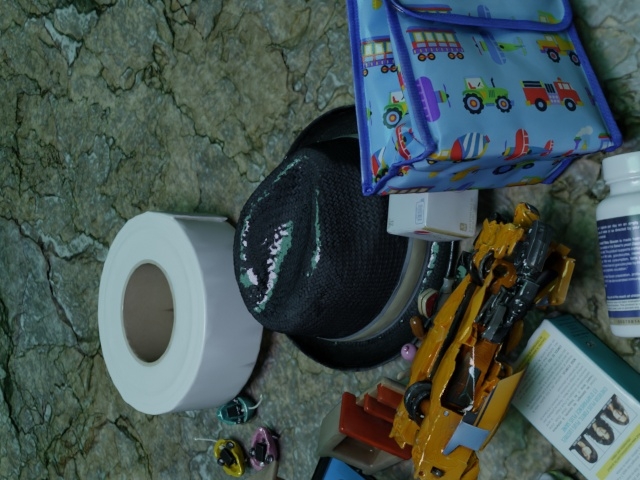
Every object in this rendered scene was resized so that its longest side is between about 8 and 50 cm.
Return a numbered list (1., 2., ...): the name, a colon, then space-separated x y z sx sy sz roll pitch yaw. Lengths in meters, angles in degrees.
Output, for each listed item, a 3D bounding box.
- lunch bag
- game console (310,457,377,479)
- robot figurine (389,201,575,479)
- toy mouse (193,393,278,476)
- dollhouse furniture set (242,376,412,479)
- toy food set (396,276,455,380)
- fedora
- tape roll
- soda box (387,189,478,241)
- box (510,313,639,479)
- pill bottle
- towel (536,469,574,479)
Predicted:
1. lunch bag: 0.141 -0.206 0.906 0.138 0.220 0.293 146 117 -64
2. game console: 0.015 0.340 1.152 0.122 0.107 0.071 31 140 36
3. robot figurine: 0.165 0.101 0.936 0.291 0.085 0.211 -65 8 3
4. toy mouse: -0.098 0.268 1.269 0.161 0.031 0.143 37 116 33
5. dollhouse furniture set: 0.048 0.297 1.008 0.135 0.262 0.259 -44 27 44
6. toy food set: 0.122 0.105 1.035 0.019 0.078 0.122 29 120 39
7. fedora: 0.000 0.000 1.092 0.334 0.152 0.334 3 94 41
8. tape roll: -0.204 0.099 1.286 0.286 0.100 0.286 -3 86 49
9. soda box: 0.128 -0.110 0.991 0.069 0.073 0.216 -7 75 57
10. box: 0.297 0.190 0.901 0.244 0.060 0.101 46 120 30
11. pill bottle: 0.312 0.002 0.857 0.094 0.094 0.169 -9 86 41
12. towel: 0.252 0.467 0.872 0.321 0.090 0.374 -64 31 19
